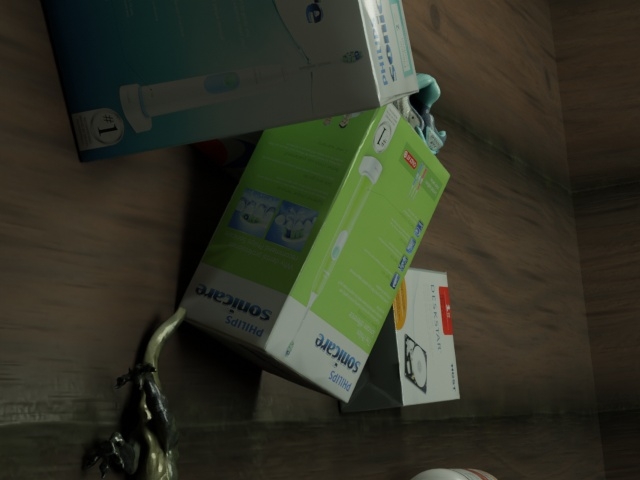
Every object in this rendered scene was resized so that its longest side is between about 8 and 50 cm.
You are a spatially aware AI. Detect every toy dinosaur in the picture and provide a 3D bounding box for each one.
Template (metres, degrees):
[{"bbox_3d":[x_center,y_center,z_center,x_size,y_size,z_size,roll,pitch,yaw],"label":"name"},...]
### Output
[{"bbox_3d":[-0.154,0.171,1.261,0.118,0.064,0.268,51,34,-62],"label":"toy dinosaur"}]

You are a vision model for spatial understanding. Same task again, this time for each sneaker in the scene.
[{"bbox_3d":[0.103,-0.122,1.903,0.110,0.122,0.283,53,36,-49],"label":"sneaker"}]

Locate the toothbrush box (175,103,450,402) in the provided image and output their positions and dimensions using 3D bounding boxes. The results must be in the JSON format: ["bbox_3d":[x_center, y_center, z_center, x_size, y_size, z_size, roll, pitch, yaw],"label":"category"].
[{"bbox_3d":[0.000,0.000,1.473,0.206,0.122,0.283,40,71,-58],"label":"toothbrush box"}]

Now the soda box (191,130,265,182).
[{"bbox_3d":[-0.086,-0.140,1.494,0.286,0.091,0.098,39,48,-59],"label":"soda box"}]

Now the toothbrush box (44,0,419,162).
[{"bbox_3d":[-0.084,-0.204,1.255,0.126,0.296,0.216,-32,110,-66],"label":"toothbrush box"}]

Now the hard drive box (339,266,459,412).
[{"bbox_3d":[0.098,0.128,1.844,0.232,0.089,0.181,8,75,-67],"label":"hard drive box"}]

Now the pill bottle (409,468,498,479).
[{"bbox_3d":[0.172,0.367,1.890,0.216,0.121,0.121,20,63,-64],"label":"pill bottle"}]
